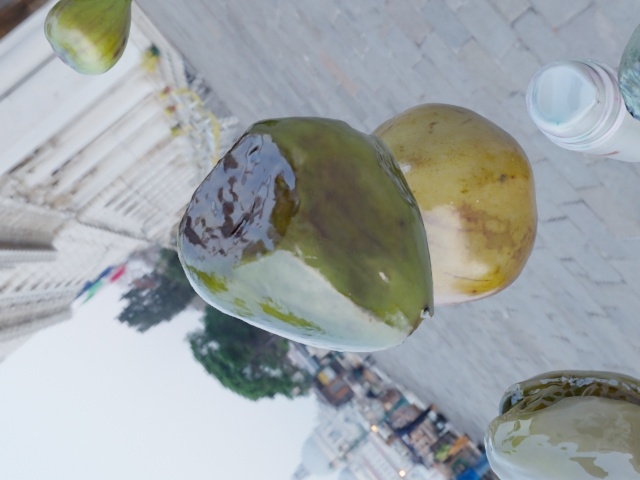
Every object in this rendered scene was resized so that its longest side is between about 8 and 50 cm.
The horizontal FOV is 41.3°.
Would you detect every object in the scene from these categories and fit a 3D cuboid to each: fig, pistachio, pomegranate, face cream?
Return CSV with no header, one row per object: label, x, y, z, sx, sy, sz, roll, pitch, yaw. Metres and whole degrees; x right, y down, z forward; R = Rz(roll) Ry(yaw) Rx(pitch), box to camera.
fig,-0.242,-0.256,0.982,0.093,0.166,0.093,27,143,22
pistachio,0.352,0.260,1.046,0.288,0.166,0.197,7,115,31
fig,0.000,0.000,0.549,0.166,0.144,0.154,43,-154,-6
pomegranate,0.145,-0.045,1.077,0.264,0.264,0.264,49,175,6
face cream,0.324,-0.147,0.981,0.102,0.102,0.345,47,-155,24

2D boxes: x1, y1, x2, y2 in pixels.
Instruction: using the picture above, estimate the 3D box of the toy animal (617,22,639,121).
toy animal,0.333,-0.166,0.718,0.121,0.225,0.094,34,155,13
